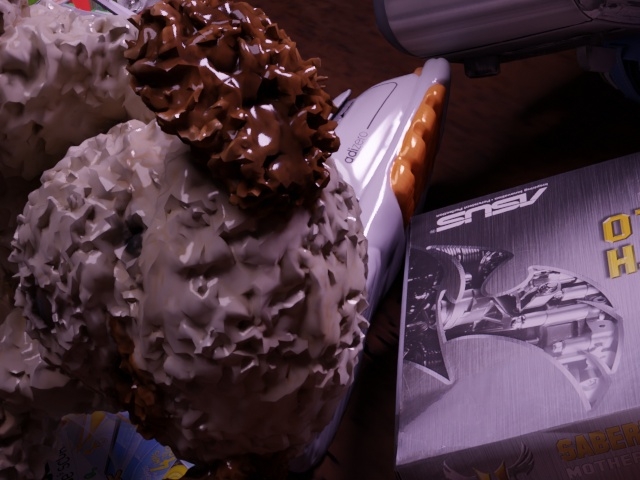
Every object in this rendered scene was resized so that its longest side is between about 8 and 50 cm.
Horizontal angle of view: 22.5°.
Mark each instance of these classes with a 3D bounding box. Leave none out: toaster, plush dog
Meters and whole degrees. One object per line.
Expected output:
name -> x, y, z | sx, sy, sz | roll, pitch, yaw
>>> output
toaster -> 0.113, -0.197, 0.813 | 0.146, 0.227, 0.129 | 2, 2, 44
plush dog -> -0.062, 0.004, 0.631 | 0.210, 0.263, 0.225 | -11, 27, -28

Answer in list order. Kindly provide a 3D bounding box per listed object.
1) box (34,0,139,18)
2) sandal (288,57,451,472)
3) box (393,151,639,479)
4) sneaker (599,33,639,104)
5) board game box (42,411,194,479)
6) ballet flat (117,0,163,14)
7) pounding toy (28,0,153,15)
box -> -0.086, -0.057, 0.868 | 0.207, 0.036, 0.114 | 30, 48, 11
sandal -> 0.001, -0.008, 0.756 | 0.076, 0.102, 0.265 | 16, 40, 8
box -> 0.147, 0.027, 0.650 | 0.231, 0.056, 0.183 | -16, 28, 15
sneaker -> 0.179, -0.091, 0.839 | 0.059, 0.053, 0.144 | -26, 22, 5
board game box -> -0.103, 0.093, 0.748 | 0.136, 0.035, 0.201 | -25, 28, -3
ballet flat -> -0.317, -0.185, 1.292 | 0.408, 0.147, 0.147 | -15, 29, 17
pounding toy -> -0.159, -0.078, 0.985 | 0.110, 0.183, 0.237 | 18, 43, 15
